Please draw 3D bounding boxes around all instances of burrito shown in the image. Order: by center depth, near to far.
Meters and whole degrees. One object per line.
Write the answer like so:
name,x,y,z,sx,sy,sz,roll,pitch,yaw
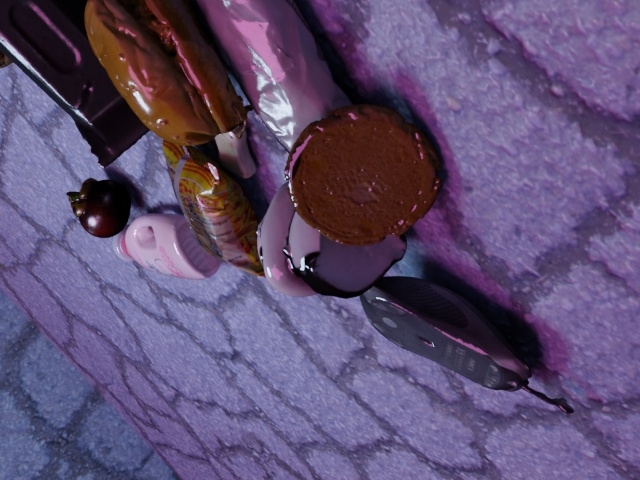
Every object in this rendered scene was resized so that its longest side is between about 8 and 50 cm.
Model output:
burrito,-0.043,-0.222,1.564,0.139,0.101,0.445,-11,122,39

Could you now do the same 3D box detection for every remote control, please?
remote control,-0.146,-0.159,1.891,0.074,0.032,0.122,29,149,30

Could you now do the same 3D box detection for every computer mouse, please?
computer mouse,0.226,0.149,1.738,0.379,0.090,0.167,30,160,12

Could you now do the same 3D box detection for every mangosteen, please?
mangosteen,-0.464,-0.073,2.370,0.140,0.140,0.140,35,153,21

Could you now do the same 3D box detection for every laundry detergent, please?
laundry detergent,-0.334,0.009,2.356,0.335,0.088,0.159,4,130,55

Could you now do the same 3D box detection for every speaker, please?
speaker,-0.424,-0.320,1.798,0.388,0.180,0.184,45,-170,-23

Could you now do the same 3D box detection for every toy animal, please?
toy animal,-0.004,-0.002,1.747,0.165,0.187,0.235,18,171,-36

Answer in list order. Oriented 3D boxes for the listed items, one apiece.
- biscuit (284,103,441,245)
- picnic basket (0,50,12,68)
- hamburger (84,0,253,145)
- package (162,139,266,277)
biscuit,0.058,-0.089,1.557,0.226,0.042,0.226,1,126,2
picnic basket,-0.659,-0.416,1.953,0.293,0.337,0.337,26,149,34
hamburger,-0.218,-0.252,1.636,0.318,0.158,0.318,54,179,1
package,-0.185,-0.054,1.995,0.223,0.108,0.288,35,159,51
